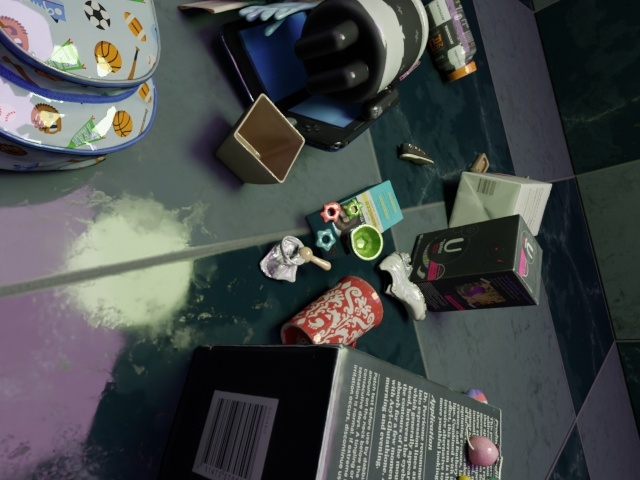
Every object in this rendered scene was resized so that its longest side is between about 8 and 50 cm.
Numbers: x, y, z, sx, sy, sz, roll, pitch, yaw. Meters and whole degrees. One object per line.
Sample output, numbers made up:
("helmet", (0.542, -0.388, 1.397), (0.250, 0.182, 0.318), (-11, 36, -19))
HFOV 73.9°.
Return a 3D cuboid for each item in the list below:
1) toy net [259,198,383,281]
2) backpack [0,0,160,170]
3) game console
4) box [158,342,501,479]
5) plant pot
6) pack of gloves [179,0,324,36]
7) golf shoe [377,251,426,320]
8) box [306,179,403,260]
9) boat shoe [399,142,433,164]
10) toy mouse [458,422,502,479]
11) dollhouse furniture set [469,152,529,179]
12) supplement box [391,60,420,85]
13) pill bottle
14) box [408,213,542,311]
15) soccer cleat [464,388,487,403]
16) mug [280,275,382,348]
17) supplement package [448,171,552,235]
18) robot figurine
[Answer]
("toy net", (0.000, 0.000, 0.769), (0.232, 0.045, 0.122), (-17, 95, -25))
("backpack", (-0.303, -0.213, 0.467), (0.277, 0.213, 0.263), (-21, 105, -50))
("game console", (-0.002, -0.327, 0.818), (0.293, 0.250, 0.173), (-47, 150, -42))
("box", (0.035, 0.299, 0.608), (0.395, 0.294, 0.211), (32, 59, -37))
("plant pot", (-0.111, -0.157, 0.717), (0.109, 0.096, 0.109), (44, 52, -30))
("pack of gloves", (-0.094, -0.405, 0.760), (0.232, 0.195, 0.046), (-43, 142, -43))
("golf shoe", (0.183, 0.117, 0.991), (0.086, 0.069, 0.176), (-25, 96, -26))
("box", (0.083, -0.049, 0.917), (0.244, 0.060, 0.100), (-30, 102, -46))
("boat shoe", (0.266, -0.234, 1.163), (0.133, 0.049, 0.042), (8, 82, -40))
("toy mouse", (0.227, 0.318, 0.564), (0.143, 0.031, 0.160), (3, 78, -46))
("dollhouse furniture set", (0.624, -0.233, 1.479), (0.144, 0.123, 0.151), (-48, 114, -42))
("supplement box", (0.091, -0.435, 0.929), (0.239, 0.130, 0.073), (47, 75, -9))
("pill bottle", (0.417, -0.644, 1.366), (0.130, 0.130, 0.245), (-38, 107, -44))
("box", (0.368, 0.063, 1.030), (0.143, 0.270, 0.165), (45, 51, -29))
("soccer cleat", (0.349, 0.460, 1.053), (0.095, 0.083, 0.248), (53, 50, -17))
("mug", (0.026, 0.165, 0.770), (0.169, 0.113, 0.150), (-27, 98, -43))
("supplement package", (0.551, -0.107, 1.295), (0.293, 0.178, 0.175), (-8, 113, -47))
("robot figurine", (0.074, -0.345, 0.745), (0.174, 0.209, 0.278), (35, 51, 12))
